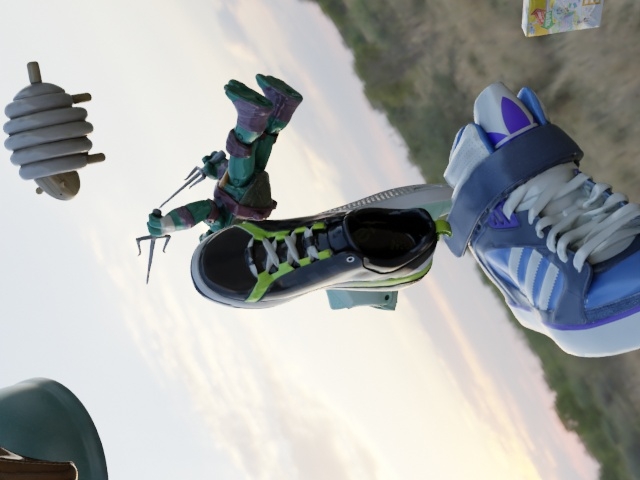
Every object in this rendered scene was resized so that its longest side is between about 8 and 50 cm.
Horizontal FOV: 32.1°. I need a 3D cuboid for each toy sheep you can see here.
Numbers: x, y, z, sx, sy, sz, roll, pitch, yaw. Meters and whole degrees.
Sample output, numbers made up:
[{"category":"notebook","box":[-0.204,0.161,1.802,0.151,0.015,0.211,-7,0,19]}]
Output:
[{"category":"toy sheep","box":[-0.251,-0.101,1.030,0.091,0.091,0.132,-38,-67,-83]}]

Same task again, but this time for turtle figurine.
[{"category":"turtle figurine","box":[-0.101,-0.057,1.172,0.118,0.234,0.175,25,-158,-3]}]

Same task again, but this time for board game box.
[{"category":"board game box","box":[0.322,-0.343,1.461,0.154,0.104,0.026,83,178,-49]}]

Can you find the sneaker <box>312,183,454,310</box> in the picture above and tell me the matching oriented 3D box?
[{"category":"sneaker","box":[0.103,0.011,1.503,0.094,0.256,0.151,8,114,66]}]

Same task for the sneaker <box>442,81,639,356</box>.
[{"category":"sneaker","box":[0.209,-0.033,1.004,0.236,0.130,0.323,62,169,-7]}]

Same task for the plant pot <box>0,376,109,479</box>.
[{"category":"plant pot","box":[-0.488,0.366,1.674,0.196,0.293,0.293,-6,-119,-51]}]

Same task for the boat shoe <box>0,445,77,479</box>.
[{"category":"boat shoe","box":[-0.458,0.273,1.409,0.110,0.307,0.104,116,157,-72]}]

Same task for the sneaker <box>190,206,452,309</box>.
[{"category":"sneaker","box":[0.000,0.000,0.993,0.097,0.235,0.084,111,149,-63]}]
